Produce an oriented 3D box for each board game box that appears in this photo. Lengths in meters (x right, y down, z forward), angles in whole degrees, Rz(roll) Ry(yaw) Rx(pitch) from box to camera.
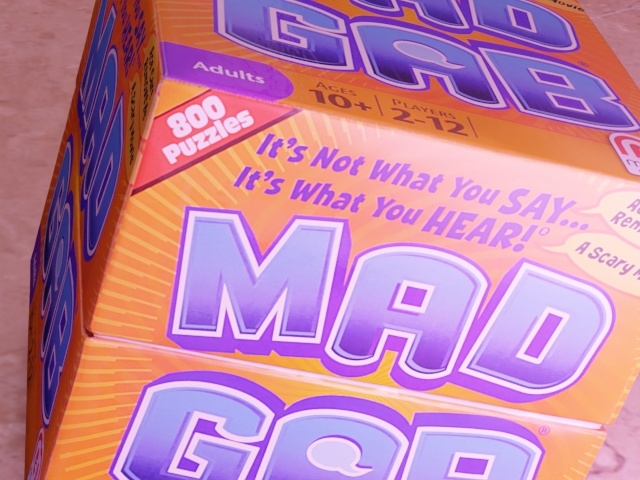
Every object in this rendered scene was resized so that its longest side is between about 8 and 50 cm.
[{"bbox_3d":[0.000,0.000,1.162,0.356,0.356,0.356,11,29,-16],"label":"board game box"}]
